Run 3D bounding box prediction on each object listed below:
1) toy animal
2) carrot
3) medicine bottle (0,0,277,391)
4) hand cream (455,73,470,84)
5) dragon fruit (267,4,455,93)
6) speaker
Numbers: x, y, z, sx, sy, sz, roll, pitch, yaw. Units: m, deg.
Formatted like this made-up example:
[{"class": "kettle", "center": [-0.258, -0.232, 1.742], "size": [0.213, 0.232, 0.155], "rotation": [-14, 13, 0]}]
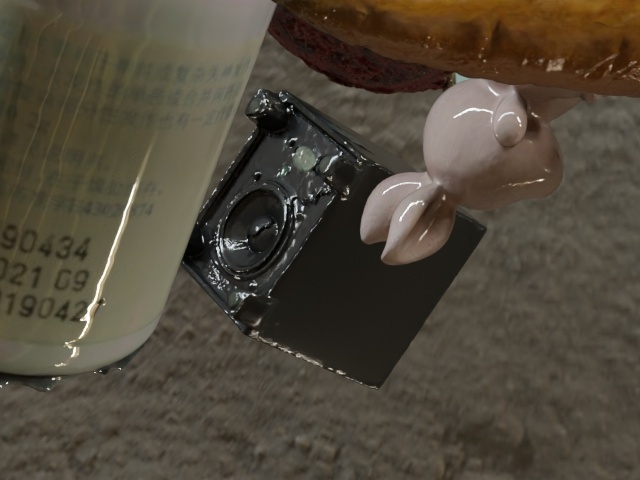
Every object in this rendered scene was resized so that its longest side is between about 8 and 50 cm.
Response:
[{"class": "toy animal", "center": [0.120, -0.065, 1.004], "size": [0.124, 0.124, 0.213], "rotation": [32, 108, 1]}, {"class": "carrot", "center": [0.073, -0.112, 0.680], "size": [0.205, 0.072, 0.072], "rotation": [5, 107, -15]}, {"class": "medicine bottle", "center": [-0.142, -0.121, 0.815], "size": [0.213, 0.213, 0.379], "rotation": [24, 115, 3]}, {"class": "hand cream", "center": [0.161, -0.187, 1.224], "size": [0.109, 0.321, 0.067], "rotation": [10, 131, 0]}, {"class": "dragon fruit", "center": [0.089, -0.290, 1.730], "size": [0.316, 0.152, 0.205], "rotation": [6, 150, 17]}, {"class": "speaker", "center": [0.000, 0.000, 1.540], "size": [0.254, 0.184, 0.232], "rotation": [26, 101, -42]}]
